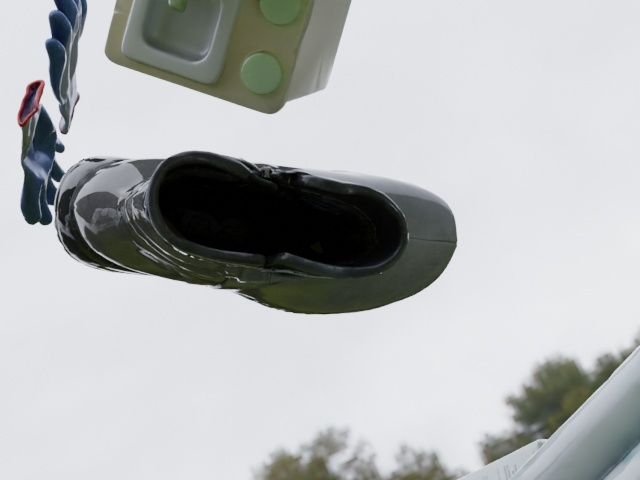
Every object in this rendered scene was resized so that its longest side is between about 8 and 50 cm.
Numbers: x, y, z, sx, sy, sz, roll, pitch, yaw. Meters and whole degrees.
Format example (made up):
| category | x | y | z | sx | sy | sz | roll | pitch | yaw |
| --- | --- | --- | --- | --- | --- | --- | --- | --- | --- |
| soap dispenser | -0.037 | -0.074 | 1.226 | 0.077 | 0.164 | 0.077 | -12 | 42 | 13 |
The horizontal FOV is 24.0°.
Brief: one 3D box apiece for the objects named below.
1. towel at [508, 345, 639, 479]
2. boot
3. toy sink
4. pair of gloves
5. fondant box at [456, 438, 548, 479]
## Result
| category | x | y | z | sx | sy | sz | roll | pitch | yaw |
| --- | --- | --- | --- | --- | --- | --- | --- | --- | --- |
| towel | 0.266 | 0.137 | 0.819 | 0.374 | 0.090 | 0.320 | -47 | -46 | 8 |
| boot | 0.000 | 0.000 | 1.057 | 0.338 | 0.118 | 0.223 | 1 | 0 | -31 |
| toy sink | -0.074 | -0.186 | 1.202 | 0.234 | 0.153 | 0.131 | -41 | -32 | -75 |
| pair of gloves | -0.221 | -0.116 | 1.266 | 0.023 | 0.198 | 0.159 | 10 | -33 | 0 |
| fondant box | 0.223 | 0.310 | 1.627 | 0.238 | 0.096 | 0.330 | 6 | -27 | -35 |
